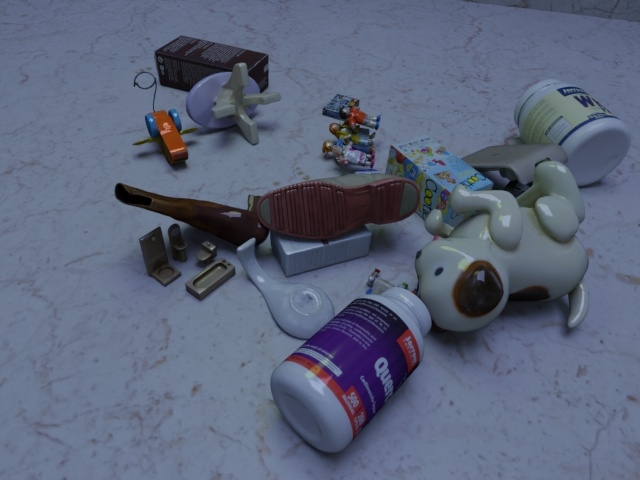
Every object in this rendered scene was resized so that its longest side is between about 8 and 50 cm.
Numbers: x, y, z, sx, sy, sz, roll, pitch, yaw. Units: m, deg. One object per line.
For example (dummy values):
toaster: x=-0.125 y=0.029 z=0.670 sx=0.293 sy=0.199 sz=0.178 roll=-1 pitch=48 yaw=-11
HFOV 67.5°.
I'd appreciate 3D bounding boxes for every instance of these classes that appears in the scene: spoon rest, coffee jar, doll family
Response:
spoon rest: x=-0.084 y=0.114 z=1.102 sx=0.276 sy=0.084 sz=0.137 roll=43 pitch=55 yaw=17
coffee jar: x=0.601 y=-0.158 z=1.426 sx=0.079 sy=0.096 sz=0.184 roll=31 pitch=49 yaw=21
doll family: x=0.092 y=-0.314 z=1.547 sx=0.163 sy=0.118 sz=0.263 roll=13 pitch=58 yaw=-5

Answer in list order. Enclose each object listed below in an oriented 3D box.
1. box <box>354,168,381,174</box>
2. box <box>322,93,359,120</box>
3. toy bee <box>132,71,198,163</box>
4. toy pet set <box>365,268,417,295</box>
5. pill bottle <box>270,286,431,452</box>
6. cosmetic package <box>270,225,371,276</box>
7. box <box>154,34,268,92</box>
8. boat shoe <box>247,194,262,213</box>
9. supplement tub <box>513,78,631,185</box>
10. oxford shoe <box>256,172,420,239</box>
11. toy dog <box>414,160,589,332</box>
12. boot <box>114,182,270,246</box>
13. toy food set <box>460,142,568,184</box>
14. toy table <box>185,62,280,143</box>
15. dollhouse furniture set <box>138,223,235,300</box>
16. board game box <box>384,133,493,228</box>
box: x=0.152 y=-0.168 z=1.444 sx=0.081 sy=0.028 sz=0.136 roll=-3 pitch=42 yaw=-8
box: x=0.077 y=-0.496 z=1.779 sx=0.094 sy=0.027 sz=0.137 roll=21 pitch=45 yaw=14
toy bee: x=-0.487 y=-0.354 z=1.512 sx=0.195 sy=0.162 sz=0.298 roll=0 pitch=68 yaw=-17
toy pet set: x=0.158 y=0.127 z=1.128 sx=0.122 sy=0.065 sz=0.114 roll=27 pitch=13 yaw=17
pill bottle: x=0.072 y=0.225 z=0.910 sx=0.181 sy=0.182 sz=0.323 roll=34 pitch=51 yaw=27
cosmetic package: x=0.000 y=0.000 z=1.212 sx=0.231 sy=0.085 sz=0.117 roll=-16 pitch=48 yaw=-19
box: x=-0.406 y=-0.650 z=1.818 sx=0.381 sy=0.143 sz=0.191 roll=16 pitch=44 yaw=14
boat shoe: x=-0.164 y=-0.062 z=1.274 sx=0.060 sy=0.064 sz=0.178 roll=-2 pitch=41 yaw=-4
supplement tub: x=0.799 y=-0.358 z=1.553 sx=0.235 sy=0.235 sz=0.325 roll=-6 pitch=45 yaw=-11
oxford shoe: x=0.037 y=-0.094 z=1.188 sx=0.396 sy=0.141 sz=0.146 roll=-4 pitch=21 yaw=-12
toy dog: x=0.385 y=0.059 z=1.092 sx=0.407 sy=0.284 sz=0.395 roll=-21 pitch=86 yaw=-27
boot: x=-0.286 y=-0.069 z=1.109 sx=0.264 sy=0.280 sz=0.096 roll=23 pitch=91 yaw=30
toy food set: x=0.521 y=-0.208 z=1.400 sx=0.219 sy=0.092 sz=0.306 roll=-24 pitch=19 yaw=-28
toy table: x=-0.279 y=-0.450 z=1.567 sx=0.274 sy=0.252 sz=0.161 roll=-39 pitch=41 yaw=-26
dollhouse furniture set: x=-0.304 y=0.038 z=1.112 sx=0.151 sy=0.123 sz=0.144 roll=30 pitch=49 yaw=24
board game box: x=0.327 y=-0.164 z=1.372 sx=0.144 sy=0.142 sz=0.275 roll=-20 pitch=49 yaw=-25
